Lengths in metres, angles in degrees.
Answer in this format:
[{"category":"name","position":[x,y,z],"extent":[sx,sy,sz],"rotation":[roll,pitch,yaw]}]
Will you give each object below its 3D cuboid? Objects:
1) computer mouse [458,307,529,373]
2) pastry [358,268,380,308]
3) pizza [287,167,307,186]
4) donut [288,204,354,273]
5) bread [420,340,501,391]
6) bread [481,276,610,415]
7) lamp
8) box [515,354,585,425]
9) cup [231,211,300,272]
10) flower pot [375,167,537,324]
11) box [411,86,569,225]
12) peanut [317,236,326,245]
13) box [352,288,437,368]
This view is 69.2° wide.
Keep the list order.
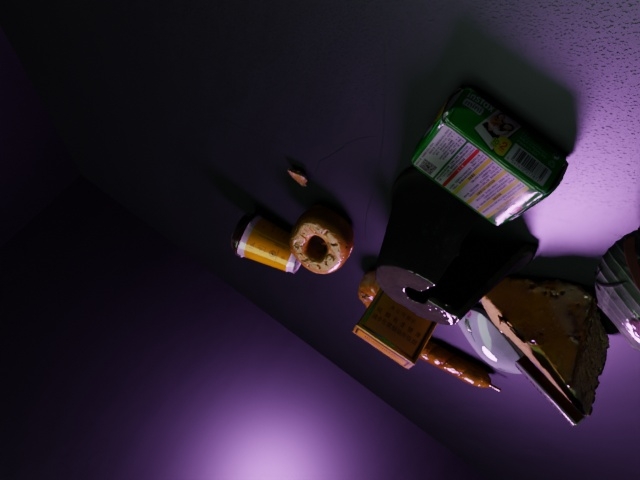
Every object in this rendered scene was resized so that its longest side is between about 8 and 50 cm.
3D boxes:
[{"category":"computer mouse","position":[0.542,0.330,1.484],"extent":[0.288,0.097,0.159],"rotation":[41,159,-12]},{"category":"pastry","position":[0.238,0.208,1.647],"extent":[0.235,0.121,0.257],"rotation":[25,154,26]},{"category":"pizza","position":[-0.057,-0.195,1.427],"extent":[0.078,0.025,0.083],"rotation":[17,157,48]},{"category":"donut","position":[0.002,0.000,1.524],"extent":[0.226,0.114,0.227],"rotation":[11,119,20]},{"category":"bread","position":[0.536,0.488,1.806],"extent":[0.343,0.084,0.124],"rotation":[24,176,27]},{"category":"bread","position":[0.528,0.258,1.168],"extent":[0.315,0.279,0.248],"rotation":[-6,141,42]},{"category":"lamp","position":[0.603,0.086,0.786],"extent":[0.265,0.233,0.233],"rotation":[48,158,8]},{"category":"box","position":[0.542,0.358,1.101],"extent":[0.177,0.036,0.115],"rotation":[52,-173,35]},{"category":"cup","position":[-0.202,0.015,1.843],"extent":[0.279,0.197,0.196],"rotation":[24,155,7]},{"category":"flower pot","position":[0.278,0.038,1.118],"extent":[0.379,0.251,0.379],"rotation":[30,158,14]},{"category":"box","position":[0.312,-0.155,0.889],"extent":[0.250,0.103,0.180],"rotation":[38,156,2]},{"category":"peanut","position":[-0.012,0.023,1.699],"extent":[0.087,0.087,0.207],"rotation":[37,155,-2]},{"category":"box","position":[0.255,0.192,1.361],"extent":[0.192,0.302,0.084],"rotation":[33,157,9]}]
